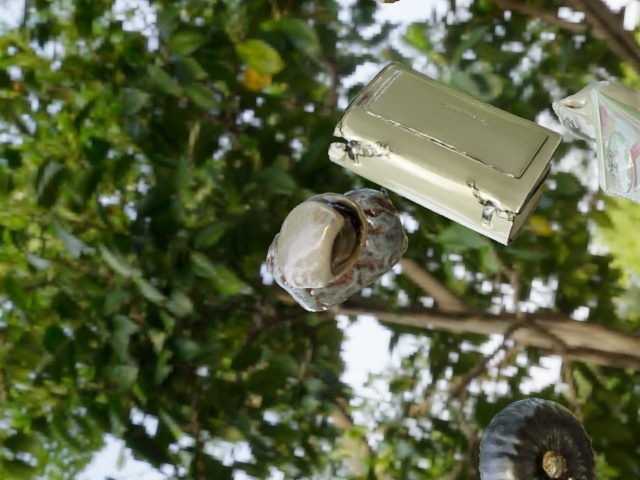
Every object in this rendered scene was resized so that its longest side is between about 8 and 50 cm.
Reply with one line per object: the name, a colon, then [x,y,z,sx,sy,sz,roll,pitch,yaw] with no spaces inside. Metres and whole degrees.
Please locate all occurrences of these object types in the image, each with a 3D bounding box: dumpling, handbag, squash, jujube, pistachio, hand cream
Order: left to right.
pistachio: [0.000,0.000,2.190,0.138,0.153,0.238,-38,-2,-41]
jujube: [0.040,0.018,2.669,0.317,0.226,0.226,-34,-33,-4]
handbag: [0.221,-0.149,2.134,0.237,0.358,0.160,-46,-22,-51]
squash: [0.329,0.335,1.801,0.156,0.193,0.193,-52,9,49]
dumpling: [0.528,-0.223,2.191,0.111,0.181,0.155,-53,-33,-20]
hand cream: [0.427,-0.085,1.450,0.093,0.306,0.147,-21,-63,-16]

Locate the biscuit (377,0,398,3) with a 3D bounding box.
biscuit: [0.073,-0.425,1.620,0.226,0.042,0.226,7,-104,-31]
